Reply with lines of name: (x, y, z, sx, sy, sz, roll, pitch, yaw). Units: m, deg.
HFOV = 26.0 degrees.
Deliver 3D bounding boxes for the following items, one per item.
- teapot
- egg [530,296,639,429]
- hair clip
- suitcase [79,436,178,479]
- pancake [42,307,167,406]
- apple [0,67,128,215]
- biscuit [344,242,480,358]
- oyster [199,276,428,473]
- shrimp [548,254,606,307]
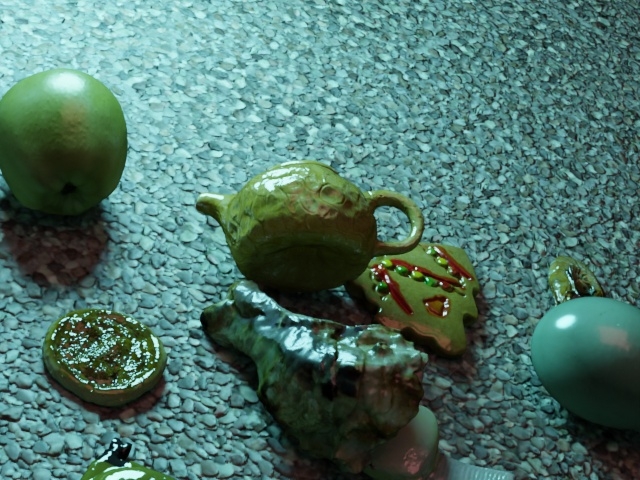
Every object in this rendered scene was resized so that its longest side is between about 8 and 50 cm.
teapot: (-0.014, -0.037, 1.887, 0.311, 0.203, 0.167, 0, 59, -2)
egg: (0.398, 0.169, 1.891, 0.231, 0.168, 0.168, 26, 41, -2)
hair clip: (0.131, 0.288, 1.733, 0.218, 0.071, 0.159, 21, 43, 5)
suitcase: (-0.197, 0.339, 1.471, 0.194, 0.143, 0.235, 25, 42, 3)
pancake: (-0.270, 0.141, 1.738, 0.158, 0.028, 0.158, 10, 43, -10)
apple: (-0.351, -0.133, 1.883, 0.200, 0.200, 0.200, 12, 42, -11)
biscuit: (0.150, 0.067, 1.990, 0.212, 0.041, 0.238, 33, 43, 15)
oyster: (-0.011, 0.143, 1.760, 0.198, 0.133, 0.337, -42, 46, -13)
shrimp: (0.385, 0.083, 2.085, 0.095, 0.045, 0.162, 36, 33, -16)
